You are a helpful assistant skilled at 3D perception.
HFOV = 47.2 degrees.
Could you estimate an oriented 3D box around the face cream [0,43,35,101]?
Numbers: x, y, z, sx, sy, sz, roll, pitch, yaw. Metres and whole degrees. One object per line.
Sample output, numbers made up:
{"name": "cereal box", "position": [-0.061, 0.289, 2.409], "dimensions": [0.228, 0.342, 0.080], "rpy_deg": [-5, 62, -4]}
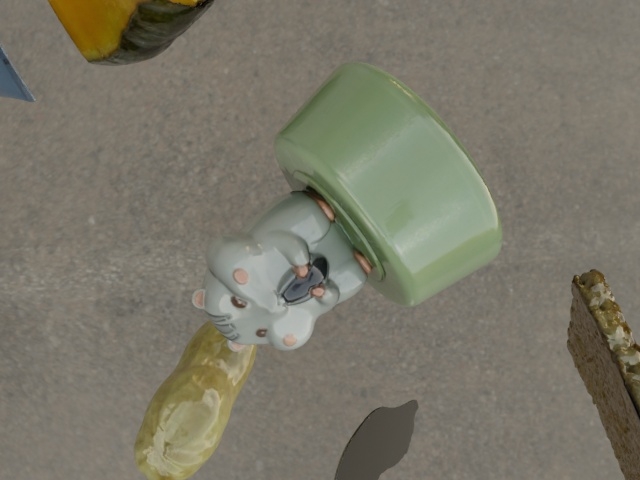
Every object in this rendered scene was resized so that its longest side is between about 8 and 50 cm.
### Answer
{"name": "face cream", "position": [-0.585, -0.294, 1.236], "dimensions": [0.086, 0.385, 0.135], "rpy_deg": [-40, 121, -28]}

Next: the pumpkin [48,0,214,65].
{"name": "pumpkin", "position": [-0.309, -0.455, 1.212], "dimensions": [0.256, 0.225, 0.303], "rpy_deg": [40, 44, -41]}

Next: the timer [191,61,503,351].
{"name": "timer", "position": [0.000, 0.000, 0.843], "dimensions": [0.315, 0.291, 0.290], "rpy_deg": [-39, 107, -10]}

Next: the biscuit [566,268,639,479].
{"name": "biscuit", "position": [0.202, 0.137, 0.440], "dimensions": [0.025, 0.131, 0.230], "rpy_deg": [-18, 58, 7]}

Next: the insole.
{"name": "insole", "position": [0.042, 0.142, 0.504], "dimensions": [0.188, 0.004, 0.064], "rpy_deg": [10, 91, -68]}

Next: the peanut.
{"name": "peanut", "position": [-0.201, 0.258, 1.240], "dimensions": [0.147, 0.147, 0.318], "rpy_deg": [42, 59, -22]}
